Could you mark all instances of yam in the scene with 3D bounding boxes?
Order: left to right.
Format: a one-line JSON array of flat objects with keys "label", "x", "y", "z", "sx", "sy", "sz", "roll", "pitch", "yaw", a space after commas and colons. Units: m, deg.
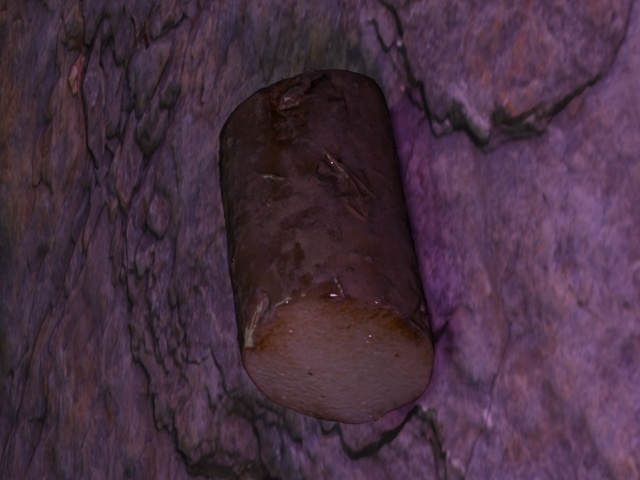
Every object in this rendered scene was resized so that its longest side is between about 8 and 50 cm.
[{"label": "yam", "x": 0.000, "y": 0.000, "z": 1.479, "sx": 0.161, "sy": 0.161, "sz": 0.268, "roll": 128, "pitch": 145, "yaw": -47}]
